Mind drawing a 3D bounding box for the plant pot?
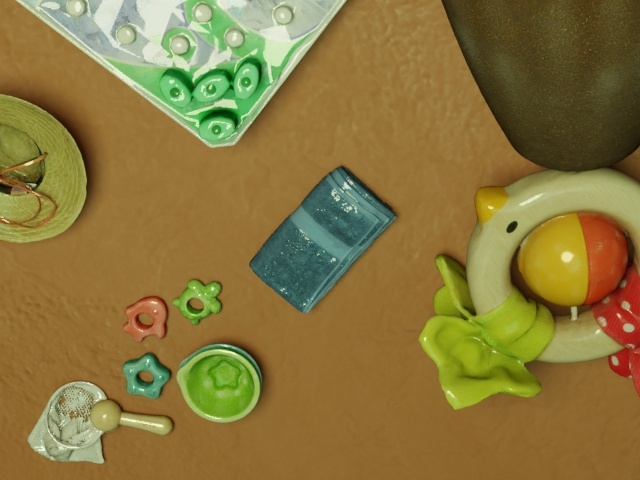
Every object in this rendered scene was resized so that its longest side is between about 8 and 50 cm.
[{"bbox_3d":[0.178,-0.168,0.983,0.215,0.215,0.230,-4,135,7],"label":"plant pot"}]

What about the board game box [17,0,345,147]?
[{"bbox_3d":[-0.108,-0.325,1.000,0.390,0.050,0.390,37,101,-8],"label":"board game box"}]

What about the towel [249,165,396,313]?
[{"bbox_3d":[0.000,0.000,1.150,0.067,0.029,0.119,40,109,-8],"label":"towel"}]

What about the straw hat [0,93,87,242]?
[{"bbox_3d":[-0.250,-0.073,1.131,0.145,0.061,0.144,3,128,3],"label":"straw hat"}]

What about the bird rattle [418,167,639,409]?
[{"bbox_3d":[0.203,0.042,1.075,0.254,0.143,0.207,-1,120,8],"label":"bird rattle"}]

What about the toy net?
[{"bbox_3d":[-0.167,0.128,1.205,0.232,0.045,0.122,-26,106,14],"label":"toy net"}]
